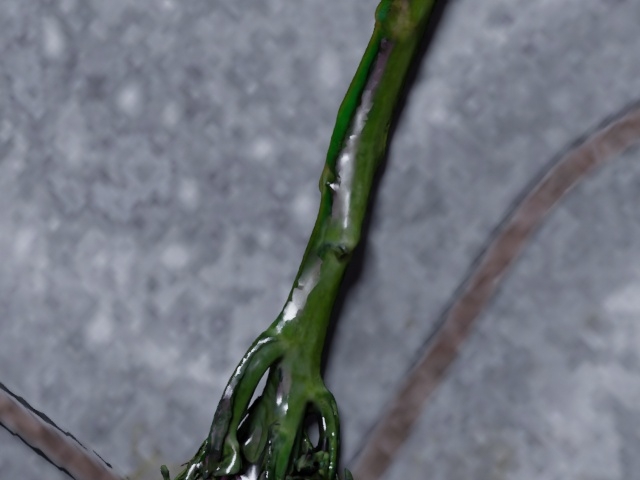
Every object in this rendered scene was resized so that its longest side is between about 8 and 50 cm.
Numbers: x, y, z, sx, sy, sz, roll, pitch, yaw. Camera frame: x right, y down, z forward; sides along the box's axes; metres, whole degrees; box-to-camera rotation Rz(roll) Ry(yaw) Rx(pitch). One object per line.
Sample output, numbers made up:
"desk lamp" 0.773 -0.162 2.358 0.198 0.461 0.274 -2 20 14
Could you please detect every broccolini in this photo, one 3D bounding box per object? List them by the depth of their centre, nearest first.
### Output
"broccolini" 0.003 0.002 0.499 0.071 0.057 0.254 16 94 -25
